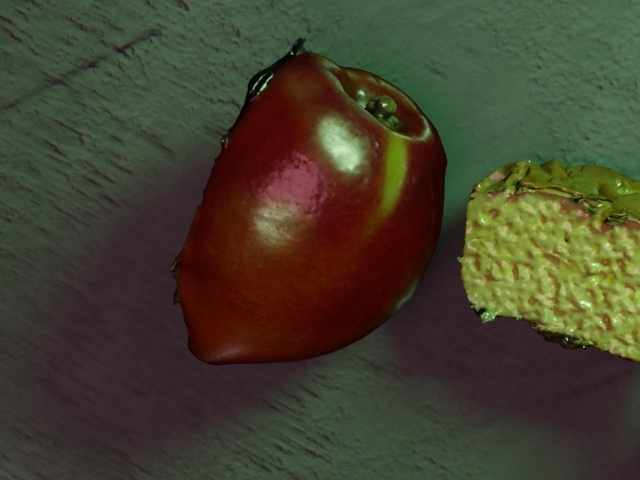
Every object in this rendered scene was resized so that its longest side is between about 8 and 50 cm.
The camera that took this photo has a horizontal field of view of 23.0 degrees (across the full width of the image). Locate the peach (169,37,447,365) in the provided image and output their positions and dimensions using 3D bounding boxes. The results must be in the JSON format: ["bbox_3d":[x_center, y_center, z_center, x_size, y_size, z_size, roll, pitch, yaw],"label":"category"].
[{"bbox_3d":[0.000,0.000,1.563,0.201,0.257,0.362,31,108,18],"label":"peach"}]

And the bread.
[{"bbox_3d":[0.275,0.012,1.531,0.260,0.147,0.160,14,116,22],"label":"bread"}]
